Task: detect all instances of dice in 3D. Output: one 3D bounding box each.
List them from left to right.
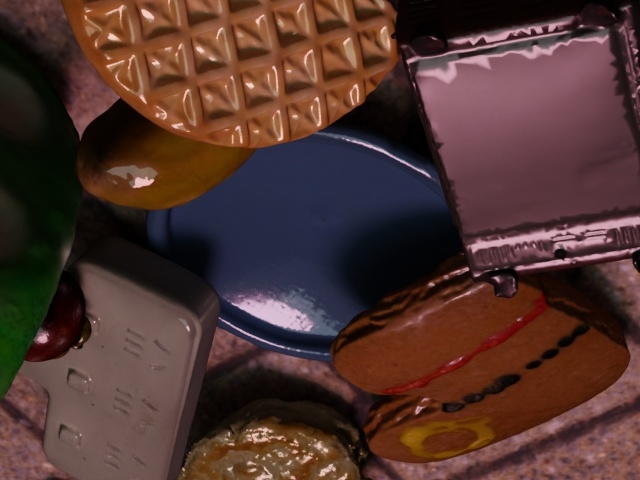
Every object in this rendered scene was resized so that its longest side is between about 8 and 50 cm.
[{"bbox_3d":[-0.365,-0.004,1.369,0.287,0.300,0.297,28,129,-22],"label":"dice"}]

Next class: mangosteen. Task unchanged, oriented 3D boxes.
[{"bbox_3d":[-0.224,0.059,1.472,0.081,0.081,0.081,3,133,3],"label":"mangosteen"}]

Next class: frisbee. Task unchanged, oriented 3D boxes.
[{"bbox_3d":[0.001,-0.004,1.500,0.290,0.049,0.289,6,138,6],"label":"frisbee"}]

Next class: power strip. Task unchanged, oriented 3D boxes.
[{"bbox_3d":[-0.197,0.106,1.578,0.194,0.059,0.265,26,133,12],"label":"power strip"}]

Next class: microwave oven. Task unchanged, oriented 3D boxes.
[{"bbox_3d":[0.168,-0.113,1.298,0.188,0.178,0.247,-7,133,15],"label":"microwave oven"}]

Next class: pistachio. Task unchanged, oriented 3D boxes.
[{"bbox_3d":[-0.097,-0.092,1.366,0.110,0.189,0.100,38,168,14],"label":"pistachio"}]

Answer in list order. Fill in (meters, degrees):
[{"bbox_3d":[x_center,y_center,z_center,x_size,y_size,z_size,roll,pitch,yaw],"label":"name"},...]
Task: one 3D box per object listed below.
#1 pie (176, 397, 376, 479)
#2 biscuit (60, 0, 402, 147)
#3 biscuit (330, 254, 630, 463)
[{"bbox_3d":[-0.045,0.240,1.709,0.201,0.090,0.248,18,131,-13],"label":"pie"},{"bbox_3d":[-0.074,-0.178,1.268,0.309,0.204,0.040,48,164,-31],"label":"biscuit"},{"bbox_3d":[0.115,0.114,1.540,0.262,0.052,0.277,-27,146,24],"label":"biscuit"}]
